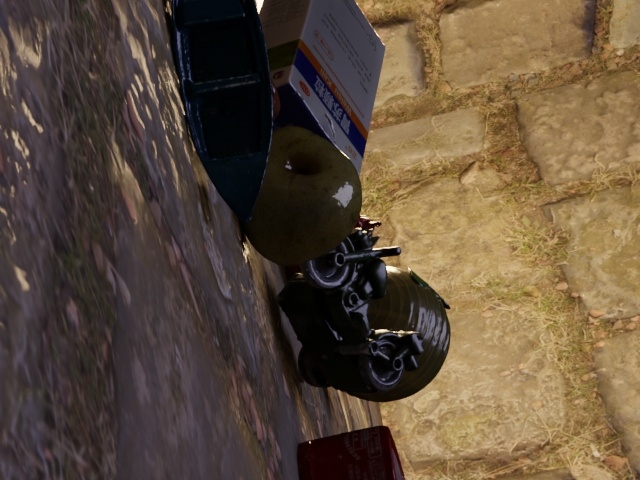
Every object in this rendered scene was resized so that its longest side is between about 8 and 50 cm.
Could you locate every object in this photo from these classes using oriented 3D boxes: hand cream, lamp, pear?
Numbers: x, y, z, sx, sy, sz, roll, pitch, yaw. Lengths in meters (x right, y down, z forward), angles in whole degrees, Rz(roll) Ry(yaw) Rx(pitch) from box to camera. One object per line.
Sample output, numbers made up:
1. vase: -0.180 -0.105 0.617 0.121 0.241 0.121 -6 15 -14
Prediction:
1. hand cream: 0.050 0.342 1.588 0.193 0.125 0.193 -13 90 -84
2. lamp: 0.097 0.158 2.156 0.284 0.250 0.250 41 32 -51
3. pear: -0.029 -0.055 1.527 0.136 0.167 0.167 94 -11 -55

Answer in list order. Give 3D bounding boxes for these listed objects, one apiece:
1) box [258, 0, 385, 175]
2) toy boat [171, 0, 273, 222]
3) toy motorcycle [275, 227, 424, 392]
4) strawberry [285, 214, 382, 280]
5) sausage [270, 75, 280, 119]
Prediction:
1. box: -0.010 -0.250 1.809 0.200 0.106 0.299 51 36 -36
2. toy boat: -0.100 -0.158 1.293 0.062 0.096 0.299 100 -19 -77
3. toy motorcycle: 0.029 0.103 1.679 0.205 0.127 0.275 -4 -61 51
4. strawberry: -0.005 0.005 1.942 0.107 0.175 0.236 47 -30 -5
5. sausage: -0.120 -0.294 1.576 0.078 0.078 0.304 -90 165 -73
